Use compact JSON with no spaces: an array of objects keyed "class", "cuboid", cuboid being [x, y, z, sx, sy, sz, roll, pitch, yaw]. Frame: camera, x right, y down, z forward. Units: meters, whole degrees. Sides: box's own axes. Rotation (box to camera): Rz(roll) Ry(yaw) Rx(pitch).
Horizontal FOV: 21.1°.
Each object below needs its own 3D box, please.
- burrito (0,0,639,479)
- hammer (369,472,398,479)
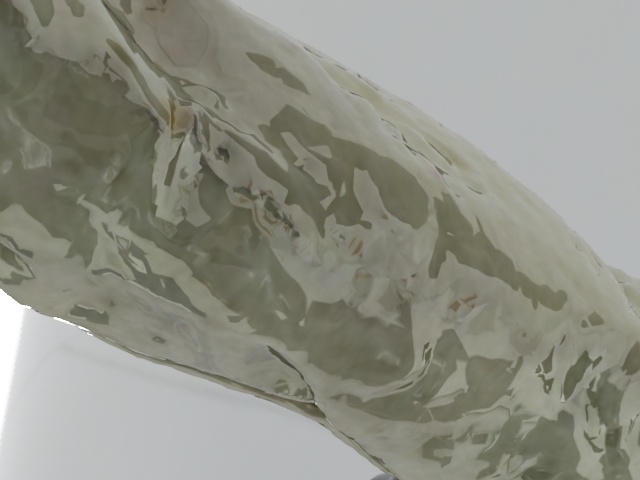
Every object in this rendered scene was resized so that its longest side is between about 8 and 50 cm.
[{"class":"burrito","cuboid":[0.000,0.000,0.420,0.392,0.117,0.076,31,-67,-27]},{"class":"hammer","cuboid":[0.096,0.204,0.696,0.152,0.044,0.427,-12,-41,42]}]
